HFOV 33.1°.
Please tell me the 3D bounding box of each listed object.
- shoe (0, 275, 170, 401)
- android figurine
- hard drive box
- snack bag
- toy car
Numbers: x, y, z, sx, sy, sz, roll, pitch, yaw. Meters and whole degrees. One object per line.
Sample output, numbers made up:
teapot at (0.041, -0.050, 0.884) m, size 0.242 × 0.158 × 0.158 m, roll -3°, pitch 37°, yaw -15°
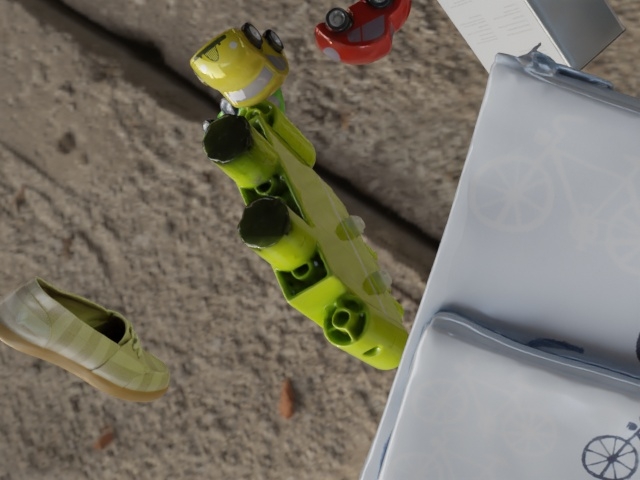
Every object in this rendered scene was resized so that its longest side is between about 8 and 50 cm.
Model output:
shoe at (-0.206, 0.092, 0.989) m, size 0.058 × 0.219 × 0.076 m, roll -49°, pitch 49°, yaw 6°
android figurine at (0.000, 0.000, 0.904) m, size 0.056 × 0.273 × 0.248 m, roll -32°, pitch 57°, yaw 12°
hard drive box at (0.218, -0.302, 1.263) m, size 0.232 × 0.089 × 0.181 m, roll 53°, pitch 166°, yaw -15°
snack bag at (0.206, 0.093, 0.624) m, size 0.323 × 0.037 × 0.342 m, roll 19°, pitch 106°, yaw 9°
toy car at (-0.038, -0.136, 0.980) m, size 0.053 × 0.239 × 0.225 m, roll 59°, pitch 144°, yaw 9°
